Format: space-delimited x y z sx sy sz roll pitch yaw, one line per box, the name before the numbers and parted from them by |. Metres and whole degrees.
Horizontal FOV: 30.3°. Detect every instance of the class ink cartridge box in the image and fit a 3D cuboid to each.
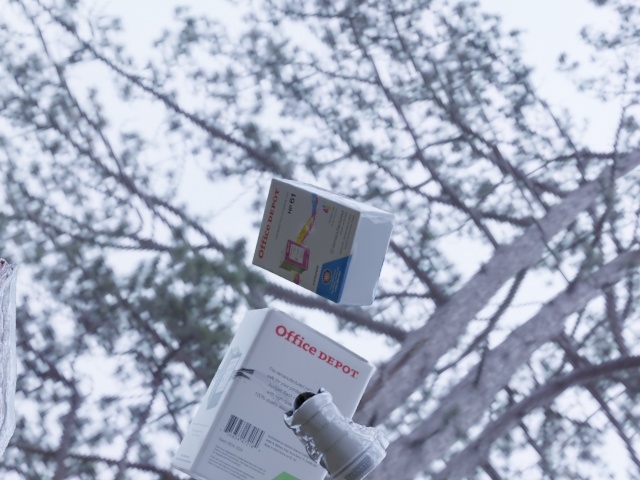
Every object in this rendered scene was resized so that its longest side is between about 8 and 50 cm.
ink cartridge box | 0.000 0.000 1.093 0.122 0.052 0.088 23 -78 44
ink cartridge box | -0.071 0.266 1.801 0.198 0.273 0.115 32 -17 -18

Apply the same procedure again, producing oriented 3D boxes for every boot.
boot | 0.017 0.239 1.504 0.123 0.095 0.258 50 -7 5

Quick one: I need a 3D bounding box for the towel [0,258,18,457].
towel | -0.473 0.232 1.649 0.053 0.317 0.332 6 -63 -5
